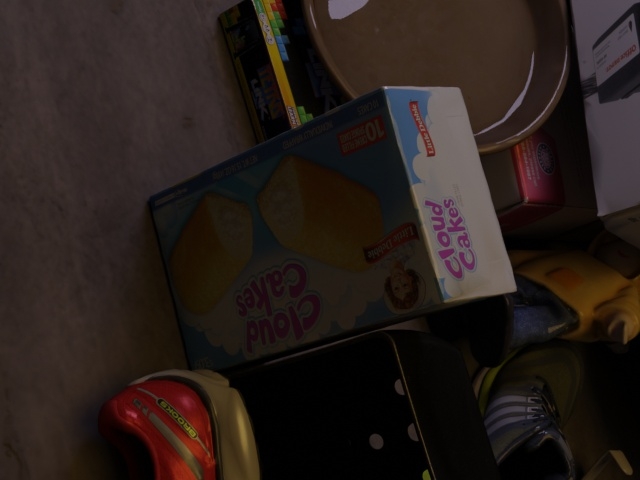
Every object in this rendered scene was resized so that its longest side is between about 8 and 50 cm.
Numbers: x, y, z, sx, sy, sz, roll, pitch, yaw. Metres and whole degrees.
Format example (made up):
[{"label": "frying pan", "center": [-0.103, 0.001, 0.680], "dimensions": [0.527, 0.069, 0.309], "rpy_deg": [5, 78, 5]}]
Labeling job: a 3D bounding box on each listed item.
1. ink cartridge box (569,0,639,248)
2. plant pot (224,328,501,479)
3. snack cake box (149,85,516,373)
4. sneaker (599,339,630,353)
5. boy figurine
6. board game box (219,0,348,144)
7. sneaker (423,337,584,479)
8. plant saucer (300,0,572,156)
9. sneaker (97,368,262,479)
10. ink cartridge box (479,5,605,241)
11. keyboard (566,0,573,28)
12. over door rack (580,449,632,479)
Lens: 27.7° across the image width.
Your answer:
[{"label": "ink cartridge box", "center": [0.351, -0.144, 1.242], "dimensions": [0.223, 0.129, 0.307], "rpy_deg": [23, 57, -48]}, {"label": "plant pot", "center": [0.038, 0.167, 1.014], "dimensions": [0.167, 0.187, 0.188], "rpy_deg": [-13, 85, -60]}, {"label": "snack cake box", "center": [0.000, 0.000, 0.961], "dimensions": [0.089, 0.264, 0.152], "rpy_deg": [-6, 79, -46]}, {"label": "sneaker", "center": [0.343, 0.044, 1.449], "dimensions": [0.185, 0.070, 0.084], "rpy_deg": [-50, 117, -36]}, {"label": "boy figurine", "center": [0.245, 0.050, 1.269], "dimensions": [0.285, 0.177, 0.092], "rpy_deg": [-12, 121, -36]}, {"label": "board game box", "center": [-0.004, -0.134, 1.169], "dimensions": [0.141, 0.048, 0.170], "rpy_deg": [-15, 86, -46]}, {"label": "sneaker", "center": [0.188, 0.189, 1.188], "dimensions": [0.111, 0.121, 0.300], "rpy_deg": [56, 44, -15]}, {"label": "plant saucer", "center": [0.104, -0.204, 1.184], "dimensions": [0.278, 0.041, 0.277], "rpy_deg": [7, 72, -23]}, {"label": "sneaker", "center": [-0.096, 0.233, 0.921], "dimensions": [0.118, 0.107, 0.279], "rpy_deg": [-11, 79, -29]}, {"label": "ink cartridge box", "center": [0.236, -0.109, 1.352], "dimensions": [0.283, 0.117, 0.207], "rpy_deg": [4, 71, -45]}, {"label": "keyboard", "center": [0.302, -0.214, 1.352], "dimensions": [0.201, 0.033, 0.317], "rpy_deg": [-3, 75, -52]}, {"label": "over door rack", "center": [0.389, 0.386, 1.347], "dimensions": [0.239, 0.108, 0.324], "rpy_deg": [10, 54, -44]}]
